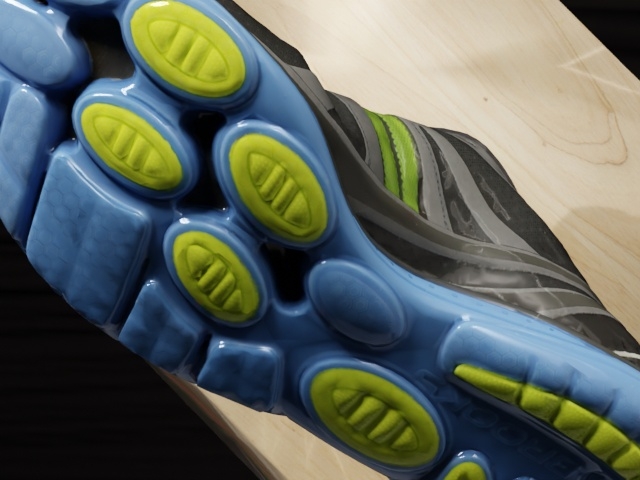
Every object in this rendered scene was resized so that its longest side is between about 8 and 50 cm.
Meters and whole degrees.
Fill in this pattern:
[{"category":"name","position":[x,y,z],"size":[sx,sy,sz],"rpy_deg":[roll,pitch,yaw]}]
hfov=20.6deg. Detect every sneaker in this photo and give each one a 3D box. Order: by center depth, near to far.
[{"category":"sneaker","position":[0.000,0.000,0.379],"size":[0.067,0.188,0.078],"rpy_deg":[-48,20,17]}]

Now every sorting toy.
[{"category":"sorting toy","position":[0.023,-0.004,0.766],"size":[0.255,0.257,0.089],"rpy_deg":[-43,-3,-28]}]
